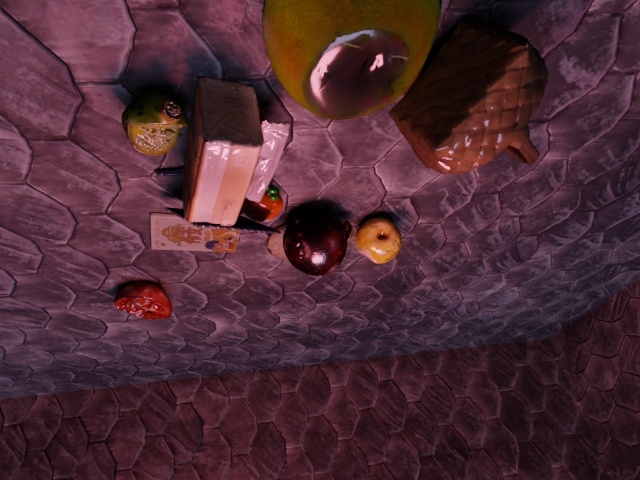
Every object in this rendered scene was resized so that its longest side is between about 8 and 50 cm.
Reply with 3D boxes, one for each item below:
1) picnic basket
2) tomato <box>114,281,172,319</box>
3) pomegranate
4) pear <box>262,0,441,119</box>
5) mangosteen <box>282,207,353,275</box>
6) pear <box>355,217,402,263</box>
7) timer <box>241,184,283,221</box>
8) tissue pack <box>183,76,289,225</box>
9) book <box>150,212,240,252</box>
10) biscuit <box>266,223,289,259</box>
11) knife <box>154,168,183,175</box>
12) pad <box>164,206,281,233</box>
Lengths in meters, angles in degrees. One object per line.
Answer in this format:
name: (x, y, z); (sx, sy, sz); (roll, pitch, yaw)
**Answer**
picnic basket: (0.379, -0.289, 1.044); (0.337, 0.293, 0.337); (-14, 131, -16)
tomato: (-0.710, 0.234, 1.804); (0.228, 0.101, 0.228); (1, 147, 0)
pomegranate: (-0.378, -0.285, 1.025); (0.143, 0.122, 0.169); (-11, 160, -37)
pear: (0.071, -0.398, 0.925); (0.398, 0.165, 0.399); (-7, 148, -4)
mangosteen: (0.000, 0.000, 1.520); (0.265, 0.228, 0.228); (-20, 164, -47)
pear: (0.208, 0.003, 1.611); (0.178, 0.178, 0.178); (-7, 148, -4)
timer: (-0.173, -0.120, 1.370); (0.136, 0.099, 0.136); (-13, 160, -5)
tissue pack: (-0.217, -0.205, 1.118); (0.238, 0.239, 0.305); (5, 144, -21)
book: (-0.428, -0.022, 1.538); (0.295, 0.020, 0.208); (2, 147, -18)
biscuit: (-0.132, 0.019, 1.669); (0.133, 0.032, 0.250); (-15, 148, 9)
knife: (-0.410, -0.192, 1.262); (0.121, 0.018, 0.031); (-5, -178, -5)
pad: (-0.290, -0.059, 1.318); (0.269, 0.012, 0.269); (4, -169, -41)
